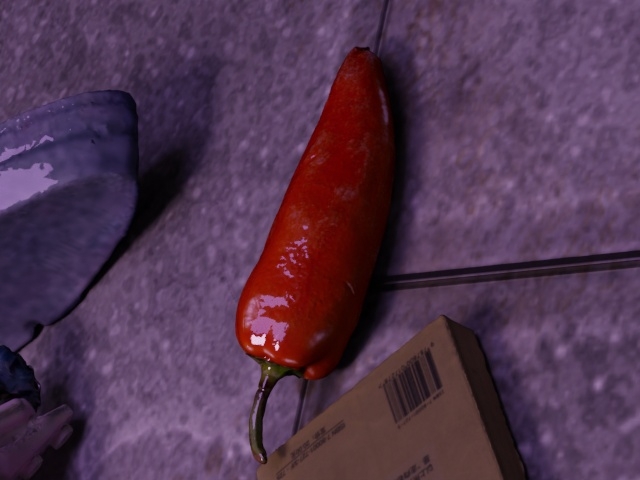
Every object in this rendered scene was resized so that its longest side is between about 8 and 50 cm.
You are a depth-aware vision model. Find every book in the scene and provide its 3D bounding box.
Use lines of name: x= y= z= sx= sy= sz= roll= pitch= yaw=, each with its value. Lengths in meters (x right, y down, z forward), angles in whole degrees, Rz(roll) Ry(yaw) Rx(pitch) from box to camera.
book: x=0.048 y=0.171 z=1.031 sx=0.161 sy=0.026 sz=0.231 roll=-40 pitch=44 yaw=26

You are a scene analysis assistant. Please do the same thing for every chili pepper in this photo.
chili pepper: x=0.000 y=0.000 z=1.151 sx=0.071 sy=0.063 sz=0.272 roll=8 pitch=68 yaw=25

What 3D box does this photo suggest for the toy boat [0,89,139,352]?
toy boat: x=-0.221 y=0.001 z=1.339 sx=0.283 sy=0.127 sz=0.078 roll=-37 pitch=46 yaw=24

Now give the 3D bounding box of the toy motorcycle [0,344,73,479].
toy motorcycle: x=-0.227 y=0.196 z=1.246 sx=0.204 sy=0.108 sz=0.239 roll=40 pitch=77 yaw=9
